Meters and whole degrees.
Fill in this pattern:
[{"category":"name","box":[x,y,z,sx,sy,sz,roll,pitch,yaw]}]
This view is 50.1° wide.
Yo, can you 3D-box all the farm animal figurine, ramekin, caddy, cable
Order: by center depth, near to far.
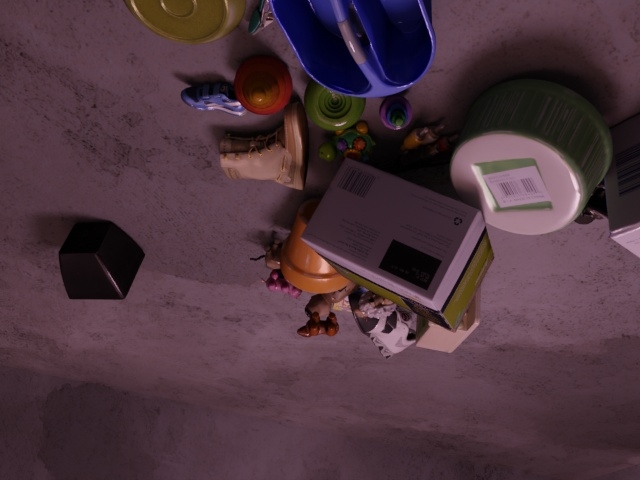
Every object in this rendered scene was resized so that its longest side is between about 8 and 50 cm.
[{"category":"caddy","box":[0.058,-0.384,1.140,0.241,0.179,0.341,-8,145,22]},{"category":"ramekin","box":[0.407,-0.153,1.366,0.303,0.148,0.303,22,144,17]},{"category":"cable","box":[0.194,-0.191,1.565,0.139,0.072,0.287,9,165,-35]},{"category":"farm animal figurine","box":[0.009,0.126,1.941,0.327,0.330,0.172,-22,155,-13]}]

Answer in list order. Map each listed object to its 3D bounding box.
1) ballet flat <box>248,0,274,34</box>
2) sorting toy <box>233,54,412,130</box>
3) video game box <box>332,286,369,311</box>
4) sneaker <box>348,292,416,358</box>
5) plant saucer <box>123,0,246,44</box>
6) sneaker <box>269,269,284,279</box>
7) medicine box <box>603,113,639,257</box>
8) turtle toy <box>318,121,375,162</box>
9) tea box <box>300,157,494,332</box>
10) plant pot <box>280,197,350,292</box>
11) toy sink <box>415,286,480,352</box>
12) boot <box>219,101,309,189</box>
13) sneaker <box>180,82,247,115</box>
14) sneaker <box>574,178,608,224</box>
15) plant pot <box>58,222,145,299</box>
[{"category":"ballet flat","box":[-0.100,-0.417,1.255,0.041,0.041,0.114,16,148,-14]},{"category":"sorting toy","box":[0.005,-0.270,1.344,0.365,0.126,0.127,10,112,-4]},{"category":"video game box","box":[0.143,0.167,2.133,0.187,0.048,0.205,7,148,-4]},{"category":"sneaker","box":[0.198,0.238,2.108,0.146,0.122,0.330,-27,138,15]},{"category":"plant saucer","box":[-0.257,-0.443,1.248,0.241,0.037,0.241,5,148,3]},{"category":"sneaker","box":[-0.050,0.124,2.073,0.211,0.080,0.081,4,146,7]},{"category":"medicine box","box":[0.724,-0.082,1.398,0.289,0.263,0.149,28,144,-29]},{"category":"turtle toy","box":[0.059,-0.208,1.527,0.130,0.066,0.095,-2,147,16]},{"category":"tea box","box":[0.186,0.017,1.549,0.329,0.220,0.323,26,171,24]},{"category":"plant pot","box":[0.000,0.000,1.774,0.205,0.205,0.188,7,133,1]},{"category":"toy sink","box":[0.376,0.217,2.064,0.131,0.153,0.234,12,149,-6]},{"category":"boot","box":[-0.130,-0.215,1.539,0.203,0.095,0.262,8,151,3]},{"category":"sneaker","box":[-0.221,-0.307,1.446,0.144,0.053,0.059,5,150,-12]},{"category":"sneaker","box":[0.613,-0.078,1.560,0.087,0.130,0.227,5,150,8]},{"category":"plant pot","box":[-0.654,0.050,2.006,0.188,0.187,0.167,0,136,13]}]
